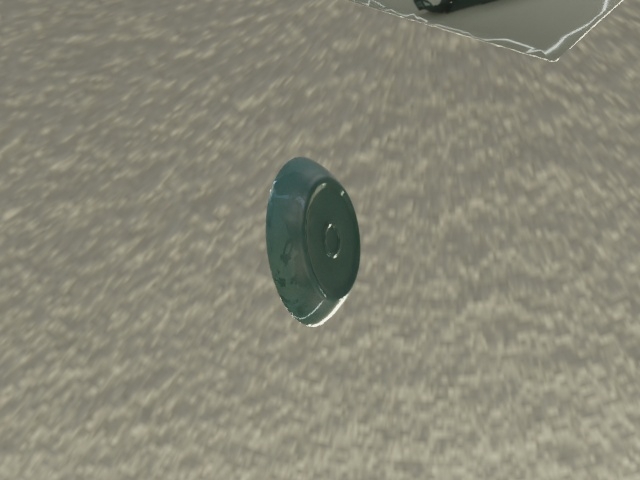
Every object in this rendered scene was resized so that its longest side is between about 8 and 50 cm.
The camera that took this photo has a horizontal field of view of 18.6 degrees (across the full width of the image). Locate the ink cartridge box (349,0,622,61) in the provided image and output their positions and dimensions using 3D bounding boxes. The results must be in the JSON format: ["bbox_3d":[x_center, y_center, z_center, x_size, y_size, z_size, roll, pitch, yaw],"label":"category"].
[{"bbox_3d":[0.119,-0.236,1.294,0.275,0.060,0.239,13,-36,-31],"label":"ink cartridge box"}]

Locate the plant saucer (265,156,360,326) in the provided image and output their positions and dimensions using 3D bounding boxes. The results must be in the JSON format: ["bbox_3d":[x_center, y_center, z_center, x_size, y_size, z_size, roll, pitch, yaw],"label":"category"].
[{"bbox_3d":[0.000,0.000,1.365,0.021,0.119,0.119,-5,-80,28],"label":"plant saucer"}]
